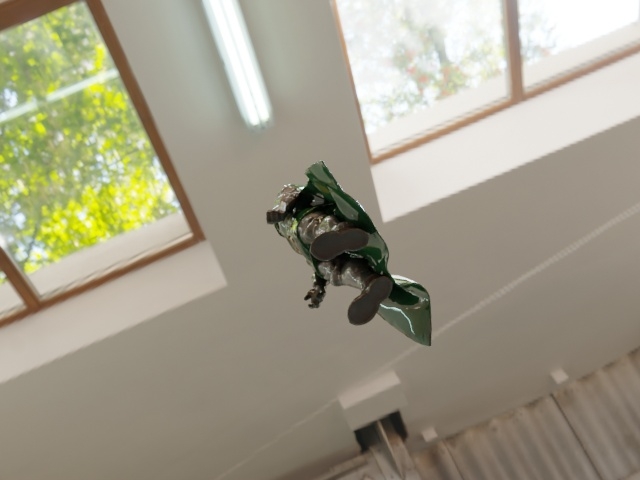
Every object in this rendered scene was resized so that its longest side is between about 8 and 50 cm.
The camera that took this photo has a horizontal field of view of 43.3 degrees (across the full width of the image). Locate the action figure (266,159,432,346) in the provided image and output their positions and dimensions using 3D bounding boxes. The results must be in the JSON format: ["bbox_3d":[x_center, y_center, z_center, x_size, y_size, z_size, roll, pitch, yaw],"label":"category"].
[{"bbox_3d":[0.000,0.000,0.602,0.063,0.137,0.232,-28,-167,-7],"label":"action figure"}]
